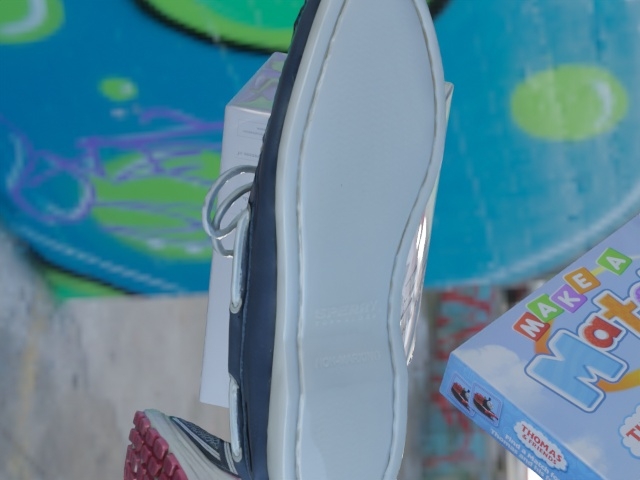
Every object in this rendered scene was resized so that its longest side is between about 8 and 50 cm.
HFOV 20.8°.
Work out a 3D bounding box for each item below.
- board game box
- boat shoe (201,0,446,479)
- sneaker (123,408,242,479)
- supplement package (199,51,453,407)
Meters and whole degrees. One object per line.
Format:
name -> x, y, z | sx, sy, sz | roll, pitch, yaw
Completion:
board game box -> 0.190, 0.091, 0.869 | 0.160, 0.211, 0.039 | -33, 149, -32
boat shoe -> 0.000, 0.000, 0.787 | 0.095, 0.079, 0.254 | -7, 104, -35
sneaker -> -0.050, 0.209, 1.248 | 0.112, 0.299, 0.120 | -6, 113, -35
supplement package -> 0.005, 0.002, 1.592 | 0.175, 0.178, 0.293 | -60, 159, -65
